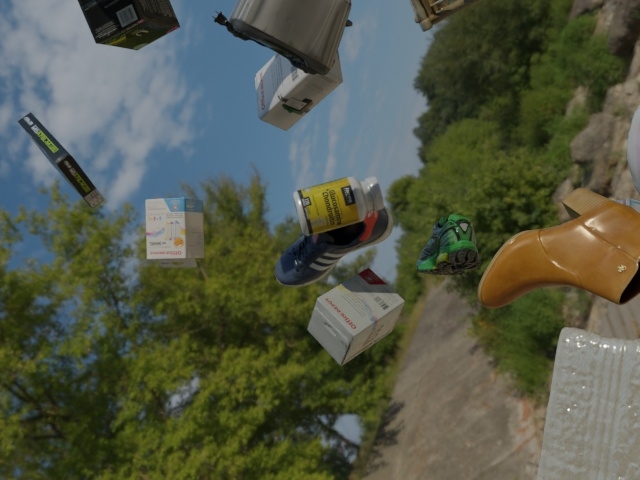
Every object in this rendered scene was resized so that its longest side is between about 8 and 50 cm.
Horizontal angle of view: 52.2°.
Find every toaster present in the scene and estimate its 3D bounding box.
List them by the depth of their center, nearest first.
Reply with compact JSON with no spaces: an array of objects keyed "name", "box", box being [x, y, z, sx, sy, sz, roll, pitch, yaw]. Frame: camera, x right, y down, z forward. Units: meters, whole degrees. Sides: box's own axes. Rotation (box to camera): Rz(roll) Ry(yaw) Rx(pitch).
[{"name":"toaster","box":[-0.057,-0.390,1.118,0.147,0.226,0.129,-65,21,6]}]

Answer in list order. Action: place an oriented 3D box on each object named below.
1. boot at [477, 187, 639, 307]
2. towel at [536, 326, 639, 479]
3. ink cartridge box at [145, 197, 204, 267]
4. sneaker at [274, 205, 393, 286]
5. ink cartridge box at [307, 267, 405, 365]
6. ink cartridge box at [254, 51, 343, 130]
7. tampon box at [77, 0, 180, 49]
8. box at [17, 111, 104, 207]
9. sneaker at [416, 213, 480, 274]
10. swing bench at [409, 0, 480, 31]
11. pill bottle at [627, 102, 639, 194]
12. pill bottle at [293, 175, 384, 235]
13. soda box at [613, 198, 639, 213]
[{"name":"boot","box":[0.424,0.053,1.110,0.295,0.211,0.104,-46,-53,8]},{"name":"towel","box":[0.414,0.273,0.920,0.049,0.187,0.282,27,-107,-50]},{"name":"ink cartridge box","box":[-0.304,-0.014,1.370,0.090,0.092,0.143,3,-95,-76]},{"name":"sneaker","box":[0.000,0.000,1.601,0.148,0.350,0.131,18,-136,-55]},{"name":"ink cartridge box","box":[0.080,0.176,1.520,0.176,0.128,0.127,-27,-31,-35]},{"name":"ink cartridge box","box":[-0.058,-0.398,1.602,0.219,0.092,0.160,-34,50,39]},{"name":"tampon box","box":[-0.392,-0.469,1.349,0.102,0.120,0.161,68,-161,-5]},{"name":"box","box":[-0.611,-0.186,1.547,0.045,0.184,0.191,-39,-27,-14]},{"name":"sneaker","box":[0.356,0.018,1.802,0.343,0.134,0.146,127,147,-76]},{"name":"swing bench","box":[0.209,-0.529,1.149,0.165,0.253,0.254,-37,14,-29]},{"name":"pill bottle","box":[0.422,-0.090,0.540,0.301,0.169,0.169,-174,101,-75]},{"name":"pill bottle","box":[0.039,-0.080,1.417,0.103,0.184,0.103,164,90,-87]},{"name":"soda box","box":[0.621,-0.050,1.384,0.183,0.062,0.058,178,103,-81]}]
